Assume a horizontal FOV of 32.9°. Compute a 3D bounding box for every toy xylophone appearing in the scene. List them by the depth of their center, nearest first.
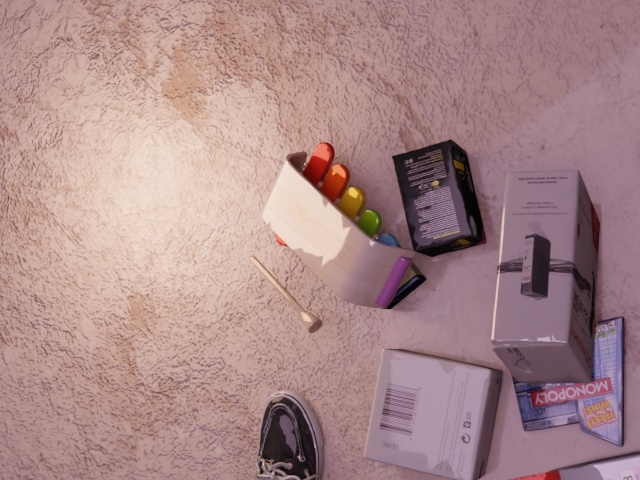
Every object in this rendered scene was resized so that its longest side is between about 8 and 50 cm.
[{"bbox_3d":[0.000,0.000,1.795,0.323,0.081,0.236,53,125,30],"label":"toy xylophone"}]

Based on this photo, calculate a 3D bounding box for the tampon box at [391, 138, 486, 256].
[{"bbox_3d":[0.195,-0.065,1.759,0.101,0.120,0.161,-15,80,18],"label":"tampon box"}]

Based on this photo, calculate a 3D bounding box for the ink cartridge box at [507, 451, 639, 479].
[{"bbox_3d":[0.413,0.441,1.671,0.232,0.066,0.189,-15,80,13],"label":"ink cartridge box"}]

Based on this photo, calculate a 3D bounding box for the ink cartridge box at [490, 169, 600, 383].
[{"bbox_3d":[0.339,0.059,1.615,0.114,0.197,0.273,0,67,24],"label":"ink cartridge box"}]

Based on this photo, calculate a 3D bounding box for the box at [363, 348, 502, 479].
[{"bbox_3d":[0.181,0.276,1.731,0.182,0.119,0.181,9,88,19],"label":"box"}]

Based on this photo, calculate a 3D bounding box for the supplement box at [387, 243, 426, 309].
[{"bbox_3d":[0.115,0.057,1.808,0.083,0.056,0.083,-40,74,12],"label":"supplement box"}]

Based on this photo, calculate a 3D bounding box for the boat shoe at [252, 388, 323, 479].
[{"bbox_3d":[-0.063,0.404,1.809,0.113,0.105,0.306,0,85,19],"label":"boat shoe"}]

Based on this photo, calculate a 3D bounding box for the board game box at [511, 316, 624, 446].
[{"bbox_3d":[0.399,0.234,1.692,0.194,0.060,0.194,-15,79,17],"label":"board game box"}]
